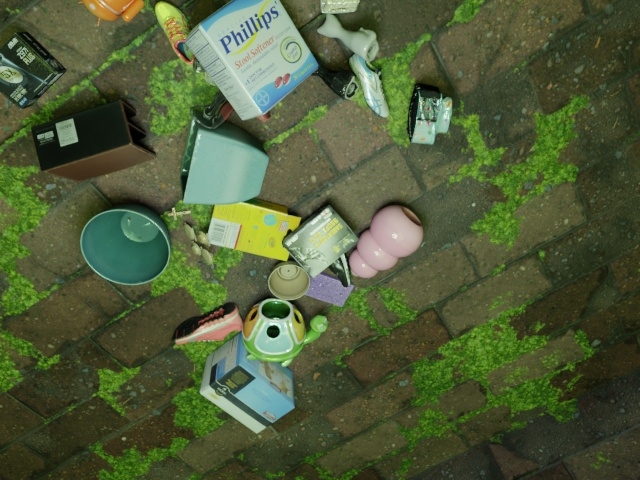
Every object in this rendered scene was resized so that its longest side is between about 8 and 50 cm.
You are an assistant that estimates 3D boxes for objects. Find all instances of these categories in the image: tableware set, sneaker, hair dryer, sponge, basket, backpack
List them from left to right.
[{"bbox_3d":[-0.435,-0.632,1.385,0.082,0.094,0.208,-28,115,10],"label":"sneaker"},{"bbox_3d":[-0.457,0.012,1.695,0.020,0.169,0.141,-33,132,-37],"label":"tableware set"},{"bbox_3d":[-0.468,0.385,1.890,0.314,0.116,0.136,-23,118,6],"label":"sneaker"},{"bbox_3d":[-0.289,-0.443,1.451,0.294,0.080,0.223,4,84,-40],"label":"hair dryer"},{"bbox_3d":[0.022,0.198,1.894,0.210,0.031,0.117,21,113,-15],"label":"sponge"},{"bbox_3d":[0.039,0.063,1.796,0.124,0.107,0.283,-16,108,6],"label":"sneaker"},{"bbox_3d":[0.056,-0.778,1.343,0.114,0.103,0.167,-5,106,-4],"label":"basket"},{"bbox_3d":[0.180,-0.519,1.509,0.086,0.085,0.237,-17,119,30],"label":"sneaker"},{"bbox_3d":[0.367,-0.422,1.538,0.145,0.165,0.188,12,118,-1],"label":"backpack"}]

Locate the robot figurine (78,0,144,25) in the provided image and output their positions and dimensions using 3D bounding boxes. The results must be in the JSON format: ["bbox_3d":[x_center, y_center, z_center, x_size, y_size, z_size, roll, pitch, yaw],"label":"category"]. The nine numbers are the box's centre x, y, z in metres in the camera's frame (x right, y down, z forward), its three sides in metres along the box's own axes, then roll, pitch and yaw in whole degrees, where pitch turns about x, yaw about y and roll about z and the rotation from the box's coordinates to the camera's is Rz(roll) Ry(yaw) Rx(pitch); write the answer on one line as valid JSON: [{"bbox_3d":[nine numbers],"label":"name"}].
[{"bbox_3d":[-0.598,-0.729,1.299,0.219,0.128,0.158,-38,139,13],"label":"robot figurine"}]

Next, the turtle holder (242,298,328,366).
[{"bbox_3d":[-0.156,0.363,1.816,0.321,0.243,0.227,21,131,14],"label":"turtle holder"}]

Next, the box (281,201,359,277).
[{"bbox_3d":[0.000,0.000,1.681,0.231,0.056,0.183,-39,106,8],"label":"box"}]

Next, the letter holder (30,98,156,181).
[{"bbox_3d":[-0.735,-0.319,1.499,0.302,0.214,0.151,-16,86,3],"label":"letter holder"}]

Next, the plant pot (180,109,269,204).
[{"bbox_3d":[-0.318,-0.260,1.515,0.253,0.247,0.247,9,116,-24],"label":"plant pot"}]

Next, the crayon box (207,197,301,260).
[{"bbox_3d":[-0.254,-0.053,1.708,0.319,0.081,0.202,15,115,-13],"label":"crayon box"}]

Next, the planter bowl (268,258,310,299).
[{"bbox_3d":[-0.127,0.142,1.805,0.162,0.109,0.162,-3,117,-5],"label":"planter bowl"}]

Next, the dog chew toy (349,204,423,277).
[{"bbox_3d":[0.237,0.020,1.739,0.207,0.206,0.332,32,117,-20],"label":"dog chew toy"}]

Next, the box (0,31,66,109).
[{"bbox_3d":[-0.919,-0.525,1.398,0.180,0.077,0.147,-36,114,12],"label":"box"}]

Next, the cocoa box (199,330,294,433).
[{"bbox_3d":[-0.307,0.613,1.957,0.228,0.231,0.347,-38,114,12],"label":"cocoa box"}]

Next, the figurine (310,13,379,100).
[{"bbox_3d":[0.053,-0.593,1.435,0.209,0.092,0.214,36,111,17],"label":"figurine"}]

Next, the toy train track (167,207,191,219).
[{"bbox_3d":[-0.529,-0.103,1.692,0.083,0.014,0.048,-8,110,-8],"label":"toy train track"}]

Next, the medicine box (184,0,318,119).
[{"bbox_3d":[-0.200,-0.561,1.353,0.263,0.149,0.289,-46,117,-19],"label":"medicine box"}]

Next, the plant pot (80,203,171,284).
[{"bbox_3d":[-0.672,-0.014,1.619,0.291,0.195,0.290,-3,117,-5],"label":"plant pot"}]
